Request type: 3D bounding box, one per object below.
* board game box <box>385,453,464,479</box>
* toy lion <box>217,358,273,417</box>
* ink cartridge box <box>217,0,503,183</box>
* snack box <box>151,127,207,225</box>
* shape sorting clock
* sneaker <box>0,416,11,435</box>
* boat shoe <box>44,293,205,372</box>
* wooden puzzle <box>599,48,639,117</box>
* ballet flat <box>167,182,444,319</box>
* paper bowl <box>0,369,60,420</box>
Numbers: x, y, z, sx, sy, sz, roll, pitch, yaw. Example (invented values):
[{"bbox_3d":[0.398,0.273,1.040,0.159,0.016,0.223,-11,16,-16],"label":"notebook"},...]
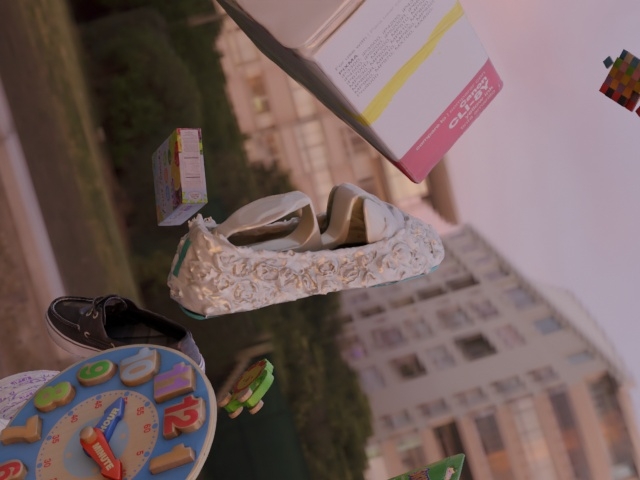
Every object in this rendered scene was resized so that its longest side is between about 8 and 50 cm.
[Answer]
[{"bbox_3d":[0.085,0.376,1.954,0.039,0.259,0.124,61,18,-9],"label":"board game box"},{"bbox_3d":[-0.098,0.208,1.991,0.034,0.096,0.100,47,-30,-14],"label":"toy lion"},{"bbox_3d":[0.009,-0.249,1.423,0.279,0.160,0.384,44,2,23],"label":"ink cartridge box"},{"bbox_3d":[-0.187,-0.082,1.819,0.141,0.037,0.100,151,-64,-68],"label":"snack box"},{"bbox_3d":[-0.177,0.163,1.095,0.206,0.206,0.040,-113,179,-49],"label":"shape sorting clock"},{"bbox_3d":[-0.382,0.336,1.637,0.118,0.110,0.292,38,31,-36],"label":"sneaker"},{"bbox_3d":[-0.227,0.097,1.557,0.228,0.080,0.076,23,-45,35],"label":"boat shoe"},{"bbox_3d":[0.309,-0.161,1.393,0.083,0.006,0.049,45,-65,47],"label":"wooden puzzle"},{"bbox_3d":[0.000,0.000,1.721,0.147,0.408,0.147,21,-63,50],"label":"ballet flat"},{"bbox_3d":[-0.407,0.308,1.876,0.148,0.284,0.284,31,-36,41],"label":"paper bowl"}]
